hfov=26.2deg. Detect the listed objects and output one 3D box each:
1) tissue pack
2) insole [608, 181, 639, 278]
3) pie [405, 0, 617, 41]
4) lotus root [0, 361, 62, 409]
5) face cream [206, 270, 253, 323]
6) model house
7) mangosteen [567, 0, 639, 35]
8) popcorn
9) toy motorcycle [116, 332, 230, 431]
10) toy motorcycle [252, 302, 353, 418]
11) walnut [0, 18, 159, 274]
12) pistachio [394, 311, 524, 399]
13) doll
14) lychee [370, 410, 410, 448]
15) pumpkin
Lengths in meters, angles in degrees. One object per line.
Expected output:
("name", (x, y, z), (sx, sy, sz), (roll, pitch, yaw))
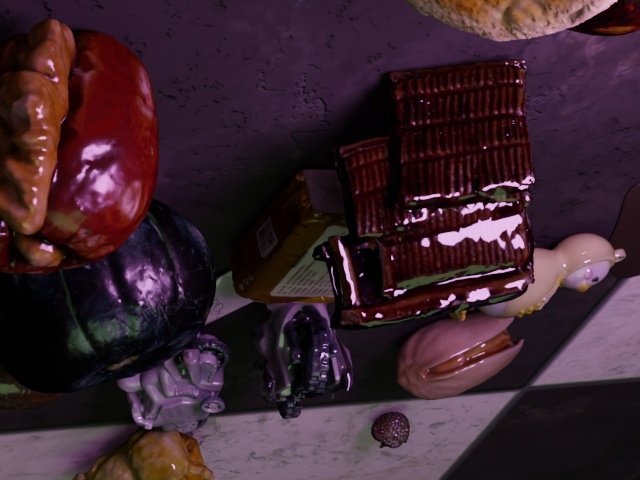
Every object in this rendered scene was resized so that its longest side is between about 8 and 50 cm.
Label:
("tissue pack", (0.000, 0.000, 1.892), (0.183, 0.092, 0.226), (6, 146, -32))
("insole", (0.508, -0.015, 2.179), (0.111, 0.007, 0.328), (-15, 151, -1))
("pie", (0.159, -0.322, 1.228), (0.337, 0.337, 0.075), (-39, 179, 37))
("lotus root", (-0.451, 0.190, 2.003), (0.209, 0.120, 0.120), (7, 144, -34))
("face cream", (-0.219, 0.118, 2.043), (0.244, 0.058, 0.092), (-27, 145, 9))
("model house", (0.130, -0.076, 1.711), (0.317, 0.282, 0.297), (-11, -165, -3))
("mangosteen", (0.314, -0.317, 1.360), (0.289, 0.231, 0.231), (-8, 153, -38))
("popcorn", (-0.305, 0.438, 2.452), (0.286, 0.173, 0.225), (-43, 157, 24))
("toy motorcycle", (-0.239, 0.228, 2.178), (0.171, 0.110, 0.260), (7, 141, -13))
("toy motorcycle", (-0.036, 0.160, 2.103), (0.143, 0.188, 0.327), (-5, 164, -13))
("walnut", (-0.285, -0.105, 1.421), (0.222, 0.269, 0.244), (-2, 155, 8))
("pistachio", (0.227, 0.187, 2.293), (0.223, 0.126, 0.152), (-23, -176, 6))
("doll", (0.337, 0.055, 2.110), (0.296, 0.117, 0.141), (-8, 153, -11))
("lychee", (0.132, 0.359, 2.600), (0.067, 0.068, 0.083), (25, 108, -44))
("pumpkin", (-0.284, 0.054, 1.725), (0.315, 0.238, 0.315), (-15, 169, -3))
